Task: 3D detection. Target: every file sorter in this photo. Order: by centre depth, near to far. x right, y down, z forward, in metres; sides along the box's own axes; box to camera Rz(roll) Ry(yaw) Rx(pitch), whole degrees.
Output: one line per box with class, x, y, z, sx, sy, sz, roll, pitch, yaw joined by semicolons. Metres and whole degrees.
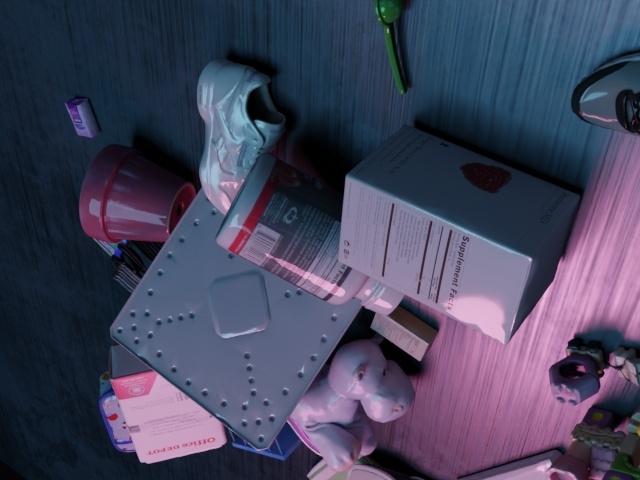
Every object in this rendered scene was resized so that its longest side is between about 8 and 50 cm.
file sorter;-0.125;0.420;2.074;0.170;0.118;0.104;2;120;42

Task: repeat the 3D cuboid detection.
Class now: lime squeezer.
lime squeezer;0.122;-0.343;1.238;0.110;0.058;0.310;14;139;-8

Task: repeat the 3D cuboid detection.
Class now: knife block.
knife block;-0.332;0.083;2.011;0.276;0.242;0.088;7;151;-24

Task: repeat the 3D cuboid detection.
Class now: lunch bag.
lunch bag;-0.376;0.396;2.169;0.115;0.304;0.243;-111;11;-55

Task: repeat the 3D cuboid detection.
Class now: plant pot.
plant pot;-0.362;-0.079;1.807;0.180;0.201;0.201;16;134;13

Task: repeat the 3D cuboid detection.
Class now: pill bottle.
pill bottle;0.000;0.000;1.496;0.319;0.176;0.176;28;143;-9

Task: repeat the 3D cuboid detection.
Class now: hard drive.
hard drive;0.412;0.520;1.724;0.203;0.040;0.307;48;141;-2

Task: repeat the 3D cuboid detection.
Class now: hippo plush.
hippo plush;0.057;0.277;1.754;0.294;0.234;0.236;44;116;-6

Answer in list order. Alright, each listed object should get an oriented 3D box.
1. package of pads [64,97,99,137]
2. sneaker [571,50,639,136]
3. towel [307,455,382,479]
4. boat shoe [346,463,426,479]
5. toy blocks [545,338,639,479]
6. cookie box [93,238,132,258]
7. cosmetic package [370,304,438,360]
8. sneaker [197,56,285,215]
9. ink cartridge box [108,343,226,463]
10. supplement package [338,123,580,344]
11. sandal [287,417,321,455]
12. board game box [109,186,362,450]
package of pads;-0.507;-0.262;1.894;0.050;0.032;0.083;11;130;33
sneaker;0.426;-0.159;1.061;0.272;0.108;0.100;12;132;38
towel;0.131;0.612;2.068;0.325;0.038;0.248;41;141;7
boat shoe;0.197;0.564;1.918;0.303;0.091;0.114;27;114;27
toy blocks;0.476;0.365;1.350;0.289;0.260;0.308;6;127;40
cookie box;-0.485;-0.014;2.084;0.092;0.040;0.107;44;143;2
cosmetic package;0.155;0.165;1.648;0.115;0.041;0.060;34;140;15
sneaker;-0.134;-0.161;1.555;0.152;0.114;0.305;16;125;30
ink cartridge box;-0.340;0.352;2.001;0.117;0.207;0.283;-108;9;-52
supplement package;0.198;-0.016;1.312;0.293;0.177;0.175;26;135;23
sandal;-0.086;0.315;1.917;0.416;0.102;0.169;41;114;0
board game box;-0.145;0.123;1.667;0.390;0.390;0.050;34;-179;18
